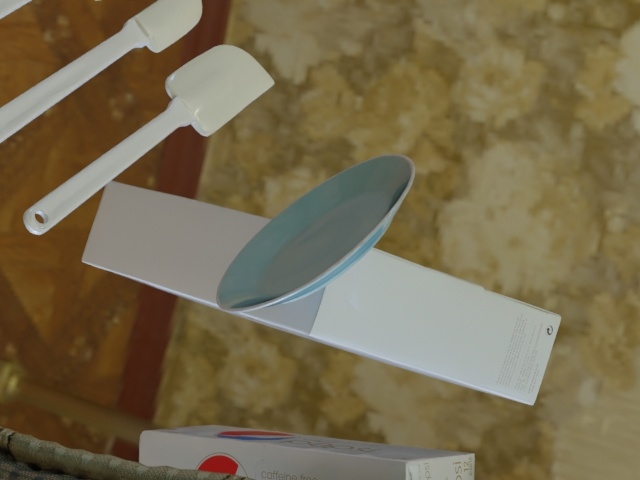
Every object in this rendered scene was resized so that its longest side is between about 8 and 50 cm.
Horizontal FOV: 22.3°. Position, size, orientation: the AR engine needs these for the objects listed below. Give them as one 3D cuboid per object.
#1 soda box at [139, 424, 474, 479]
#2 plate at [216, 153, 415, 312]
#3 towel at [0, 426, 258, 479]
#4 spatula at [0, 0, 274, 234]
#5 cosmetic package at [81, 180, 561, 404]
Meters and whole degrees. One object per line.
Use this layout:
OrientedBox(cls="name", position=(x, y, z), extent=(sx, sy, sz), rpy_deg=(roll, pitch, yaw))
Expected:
OrientedBox(cls="soda box", position=(-0.013, 0.156, 1.000), extent=(0.074, 0.216, 0.069), rpy_deg=(4, 87, -51))
OrientedBox(cls="plate", position=(0.000, 0.000, 1.263), extent=(0.024, 0.188, 0.188), rpy_deg=(53, 53, -19))
OrientedBox(cls="towel", position=(0.024, 0.174, 0.777), extent=(0.312, 0.324, 0.056), rpy_deg=(46, 59, -44))
OrientedBox(cls="spatula", position=(-0.146, -0.114, 1.019), extent=(0.168, 0.019, 0.242), rpy_deg=(54, 45, -6))
OrientedBox(cls="cosmetic package", position=(-0.008, 0.045, 1.536), extent=(0.284, 0.377, 0.097), rpy_deg=(23, 85, -38))
